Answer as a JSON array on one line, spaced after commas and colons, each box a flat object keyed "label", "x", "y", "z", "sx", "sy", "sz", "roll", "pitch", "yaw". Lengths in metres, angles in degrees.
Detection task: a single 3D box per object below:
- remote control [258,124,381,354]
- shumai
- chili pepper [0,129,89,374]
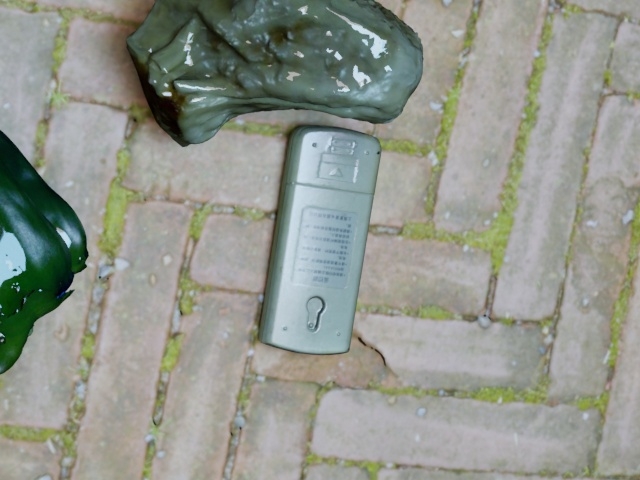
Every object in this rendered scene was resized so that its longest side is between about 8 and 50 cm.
[{"label": "remote control", "x": 0.000, "y": 0.000, "z": 1.731, "sx": 0.098, "sy": 0.038, "sz": 0.234, "roll": 7, "pitch": 94, "yaw": -20}, {"label": "shumai", "x": -0.036, "y": -0.161, "z": 1.615, "sx": 0.260, "sy": 0.225, "sz": 0.222, "roll": 31, "pitch": 96, "yaw": 18}, {"label": "chili pepper", "x": -0.345, "y": 0.005, "z": 1.504, "sx": 0.233, "sy": 0.248, "sz": 0.257, "roll": -38, "pitch": 97, "yaw": 0}]
